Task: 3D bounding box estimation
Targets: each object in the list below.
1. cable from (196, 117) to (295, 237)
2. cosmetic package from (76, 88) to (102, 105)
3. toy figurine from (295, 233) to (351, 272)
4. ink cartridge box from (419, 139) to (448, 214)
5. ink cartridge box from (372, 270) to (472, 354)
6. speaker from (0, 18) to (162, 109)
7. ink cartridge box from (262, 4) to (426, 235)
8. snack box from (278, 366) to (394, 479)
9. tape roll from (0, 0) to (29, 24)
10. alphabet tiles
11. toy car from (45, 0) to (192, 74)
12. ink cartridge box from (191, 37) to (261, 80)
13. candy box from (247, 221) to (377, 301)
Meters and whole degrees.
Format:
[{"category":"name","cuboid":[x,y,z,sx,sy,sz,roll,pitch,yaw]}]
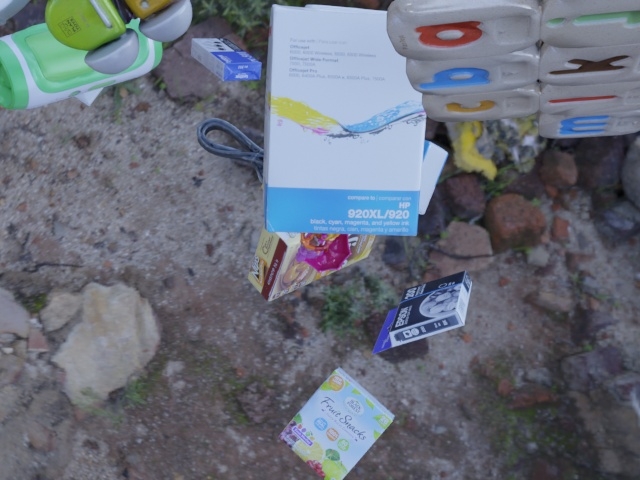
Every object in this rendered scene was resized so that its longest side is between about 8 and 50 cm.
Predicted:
[{"category":"cable","cuboid":[-0.096,-0.143,1.351,0.139,0.072,0.287,-43,83,-9]},{"category":"cosmetic package","cuboid":[-0.423,-0.475,1.523,0.155,0.197,0.365,36,97,-26]},{"category":"toy figurine","cuboid":[0.013,-0.009,1.153,0.173,0.159,0.130,-23,65,-45]},{"category":"ink cartridge box","cuboid":[0.147,-0.151,1.543,0.082,0.191,0.139,18,96,-47]},{"category":"ink cartridge box","cuboid":[0.212,0.149,1.583,0.045,0.208,0.206,62,23,-13]},{"category":"speaker","cuboid":[-0.434,-0.325,1.323,0.297,0.131,0.131,-29,98,-37]},{"category":"ink cartridge box","cuboid":[0.022,-0.138,0.838,0.168,0.171,0.232,2,105,-5]},{"category":"snack box","cuboid":[0.037,0.424,1.700,0.174,0.070,0.207,40,94,9]},{"category":"tape roll","cuboid":[-0.725,-0.607,1.454,0.392,0.072,0.391,0,100,0]},{"category":"alphabet tiles","cuboid":[0.183,-0.101,0.379,0.284,0.278,0.021,24,65,-72]},{"category":"toy car","cuboid":[-0.266,-0.317,0.949,0.182,0.136,0.159,-33,128,-3]},{"category":"ink cartridge box","cuboid":[-0.233,-0.443,1.817,0.097,0.207,0.046,-9,123,-29]},{"category":"candy box","cuboid":[0.000,0.000,1.671,0.316,0.183,0.087,-22,58,-37]}]
